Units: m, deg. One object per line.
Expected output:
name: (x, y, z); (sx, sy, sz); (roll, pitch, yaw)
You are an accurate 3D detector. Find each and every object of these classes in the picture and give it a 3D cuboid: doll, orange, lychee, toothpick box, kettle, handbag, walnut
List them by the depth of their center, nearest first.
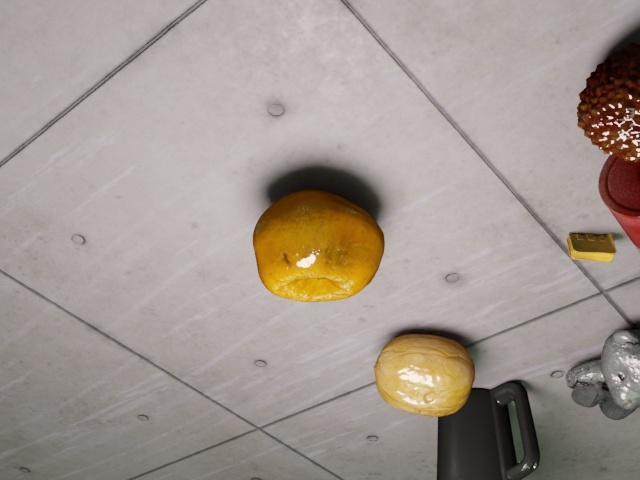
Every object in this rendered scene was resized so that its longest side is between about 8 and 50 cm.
lychee: (0.487, -0.212, 1.205); (0.188, 0.188, 0.188); (2, 137, 2)
toothpick box: (0.644, -0.025, 1.363); (0.204, 0.204, 0.333); (-27, 128, 29)
orange: (0.000, 0.000, 1.464); (0.249, 0.183, 0.249); (-4, 155, -2)
handbag: (0.519, 0.011, 1.516); (0.083, 0.061, 0.027); (4, 133, 2)
walnut: (0.231, 0.299, 1.761); (0.226, 0.193, 0.193); (10, 137, -6)
doll: (0.687, 0.334, 1.779); (0.246, 0.158, 0.340); (20, 139, 1)
kettle: (0.380, 0.508, 1.882); (0.203, 0.308, 0.262); (8, 138, -2)
